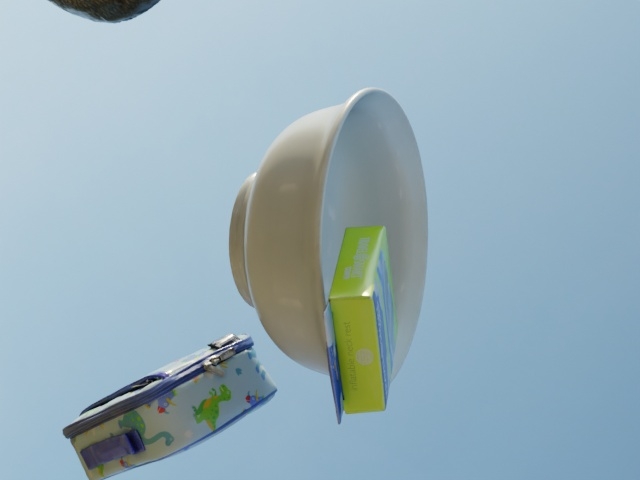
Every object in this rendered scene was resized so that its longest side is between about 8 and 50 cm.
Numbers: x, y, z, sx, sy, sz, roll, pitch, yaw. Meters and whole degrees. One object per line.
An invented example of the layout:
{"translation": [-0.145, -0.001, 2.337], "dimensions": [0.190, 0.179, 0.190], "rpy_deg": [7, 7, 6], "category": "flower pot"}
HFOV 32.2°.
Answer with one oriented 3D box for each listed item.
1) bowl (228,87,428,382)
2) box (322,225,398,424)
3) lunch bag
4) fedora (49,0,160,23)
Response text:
{"translation": [0.000, 0.000, 1.099], "dimensions": [0.134, 0.298, 0.298], "rpy_deg": [2, -95, 24], "category": "bowl"}
{"translation": [0.037, 0.068, 0.962], "dimensions": [0.178, 0.042, 0.109], "rpy_deg": [-72, 156, -66], "category": "box"}
{"translation": [-0.165, 0.183, 1.189], "dimensions": [0.219, 0.176, 0.090], "rpy_deg": [-29, -92, 49], "category": "lunch bag"}
{"translation": [-0.096, -0.297, 0.623], "dimensions": [0.334, 0.152, 0.334], "rpy_deg": [23, -58, 43], "category": "fedora"}
